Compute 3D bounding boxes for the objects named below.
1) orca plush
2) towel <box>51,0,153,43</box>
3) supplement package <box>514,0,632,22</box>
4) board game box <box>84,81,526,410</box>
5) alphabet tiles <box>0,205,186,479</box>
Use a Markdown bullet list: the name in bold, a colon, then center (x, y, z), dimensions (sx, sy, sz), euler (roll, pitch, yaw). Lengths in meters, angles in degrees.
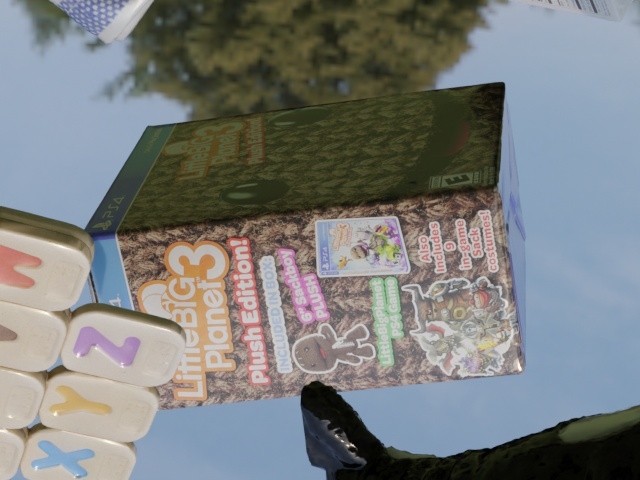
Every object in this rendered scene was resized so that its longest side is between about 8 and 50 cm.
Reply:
- **orca plush**: center (0.117, 0.098, 0.679), dimensions (0.287, 0.151, 0.102), euler (14, 180, 24)
- **towel**: center (-0.105, -0.213, 0.483), dimensions (0.285, 0.209, 0.034), euler (38, -159, -10)
- **supplement package**: center (0.248, -0.376, 1.608), dimensions (0.145, 0.204, 0.262), euler (16, -113, 33)
- **board game box**: center (0.000, 0.000, 1.272), dimensions (0.291, 0.141, 0.232), euler (-7, -158, 9)
- **alphabet tiles**: center (-0.232, 0.078, 1.014), dimensions (0.278, 0.284, 0.021), euler (15, -136, -13)
